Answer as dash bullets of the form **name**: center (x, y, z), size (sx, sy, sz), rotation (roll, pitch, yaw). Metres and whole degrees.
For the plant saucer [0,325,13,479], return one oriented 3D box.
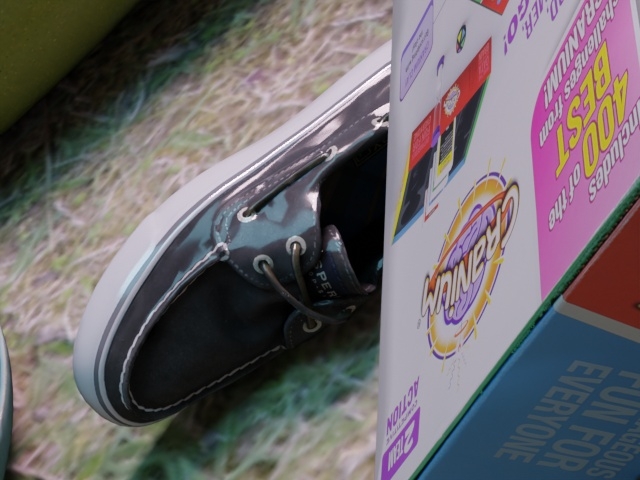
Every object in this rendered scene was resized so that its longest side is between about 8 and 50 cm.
- **plant saucer**: center (-0.264, 0.144, 0.789), size (0.317, 0.044, 0.317), rotation (-23, 38, 20)

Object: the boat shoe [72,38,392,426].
- **boat shoe**: center (0.000, 0.000, 0.699), size (0.228, 0.080, 0.076), rotation (-39, 34, -13)

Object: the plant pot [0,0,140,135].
- **plant pot**: center (-0.208, -0.177, 0.936), size (0.275, 0.275, 0.293), rotation (26, 85, 51)

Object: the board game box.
- **board game box**: center (0.086, -0.085, 0.558), size (0.242, 0.064, 0.316), rotation (118, 160, -55)
